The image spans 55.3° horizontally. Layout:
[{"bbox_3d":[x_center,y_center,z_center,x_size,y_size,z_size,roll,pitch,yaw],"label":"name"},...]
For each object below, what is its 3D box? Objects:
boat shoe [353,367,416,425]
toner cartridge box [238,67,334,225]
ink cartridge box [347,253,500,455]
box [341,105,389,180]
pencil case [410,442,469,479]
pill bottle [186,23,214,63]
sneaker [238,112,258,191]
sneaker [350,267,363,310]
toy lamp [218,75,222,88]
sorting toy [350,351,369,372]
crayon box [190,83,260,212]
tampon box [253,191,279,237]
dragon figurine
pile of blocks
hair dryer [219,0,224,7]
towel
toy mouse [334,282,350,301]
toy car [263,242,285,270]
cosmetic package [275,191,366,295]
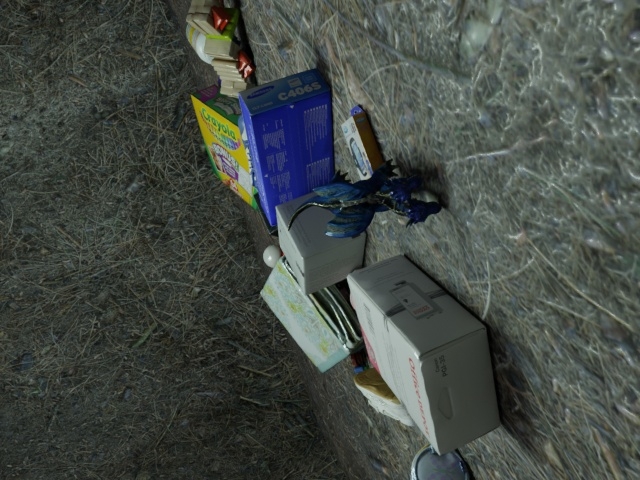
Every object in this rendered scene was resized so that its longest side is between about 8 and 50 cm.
[{"bbox_3d":[0.157,0.378,1.473,0.277,0.098,0.096,-168,58,-75],"label":"boat shoe"},{"bbox_3d":[-0.060,-0.183,1.287,0.347,0.165,0.075,86,159,-55],"label":"toner cartridge box"},{"bbox_3d":[0.165,0.179,1.019,0.283,0.117,0.207,-132,23,-61],"label":"ink cartridge box"},{"bbox_3d":[0.073,-0.162,1.056,0.081,0.028,0.136,174,73,-78],"label":"box"},{"bbox_3d":[0.244,0.532,1.318,0.273,0.114,0.124,84,171,-53],"label":"pencil case"},{"bbox_3d":[-0.338,-0.618,1.896,0.208,0.118,0.117,-124,17,-48],"label":"pill bottle"},{"bbox_3d":[-0.151,-0.215,1.690,0.130,0.112,0.296,-75,-29,-45],"label":"sneaker"},{"bbox_3d":[0.101,0.134,1.403,0.070,0.051,0.134,-117,16,-50],"label":"sneaker"},{"bbox_3d":[-0.298,-0.486,2.049,0.274,0.080,0.080,98,149,-67],"label":"toy lamp"},{"bbox_3d":[0.117,0.355,1.789,0.102,0.042,0.061,64,-167,-59],"label":"sorting toy"},{"bbox_3d":[-0.256,-0.287,1.945,0.363,0.106,0.313,38,150,41],"label":"crayon box"},{"bbox_3d":[-0.070,-0.075,1.534,0.161,0.102,0.120,22,-141,-63],"label":"tampon box"},{"bbox_3d":[0.045,-0.058,0.941,0.144,0.289,0.085,-45,-58,-61],"label":"dragon figurine"},{"bbox_3d":[-0.238,-0.536,1.690,0.113,0.148,0.362,14,153,21],"label":"pile of blocks"},{"bbox_3d":[-0.299,-0.730,1.604,0.293,0.080,0.223,91,155,-63],"label":"hair dryer"},{"bbox_3d":[-0.025,0.205,1.719,0.320,0.090,0.374,53,155,9],"label":"towel"},{"bbox_3d":[0.048,0.133,1.697,0.143,0.031,0.161,80,164,-44],"label":"toy mouse"},{"bbox_3d":[-0.079,0.059,1.942,0.136,0.159,0.182,-58,43,29],"label":"toy car"},{"bbox_3d":[0.000,0.000,1.370,0.183,0.152,0.151,89,156,-59],"label":"cosmetic package"}]
